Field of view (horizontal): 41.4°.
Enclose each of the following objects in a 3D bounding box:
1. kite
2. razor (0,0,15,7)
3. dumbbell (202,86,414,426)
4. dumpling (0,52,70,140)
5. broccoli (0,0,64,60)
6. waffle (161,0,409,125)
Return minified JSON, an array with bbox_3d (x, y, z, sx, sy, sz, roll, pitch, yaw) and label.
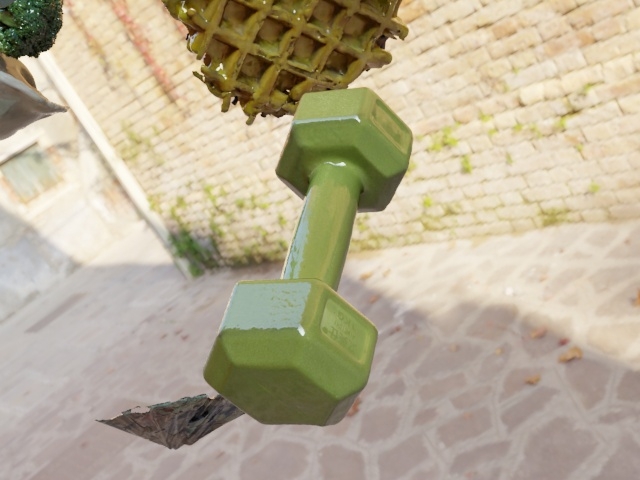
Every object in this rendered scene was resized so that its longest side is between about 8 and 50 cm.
[{"bbox_3d":[-0.155,0.244,1.272,0.406,0.014,0.368,-7,-30,-38],"label":"kite"},{"bbox_3d":[-0.395,-0.364,0.881,0.111,0.278,0.056,-38,48,-14],"label":"razor"},{"bbox_3d":[0.000,0.000,0.669,0.108,0.121,0.302,-29,30,35],"label":"dumbbell"},{"bbox_3d":[-0.539,-0.241,1.427,0.226,0.175,0.243,2,25,-20],"label":"dumpling"},{"bbox_3d":[-0.476,-0.371,1.316,0.156,0.195,0.195,-6,14,-3],"label":"broccoli"},{"bbox_3d":[-0.041,-0.375,1.279,0.382,0.380,0.095,-28,33,-7],"label":"waffle"}]
